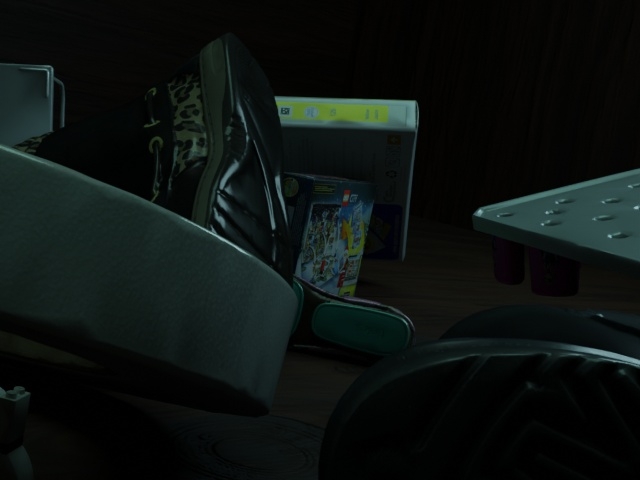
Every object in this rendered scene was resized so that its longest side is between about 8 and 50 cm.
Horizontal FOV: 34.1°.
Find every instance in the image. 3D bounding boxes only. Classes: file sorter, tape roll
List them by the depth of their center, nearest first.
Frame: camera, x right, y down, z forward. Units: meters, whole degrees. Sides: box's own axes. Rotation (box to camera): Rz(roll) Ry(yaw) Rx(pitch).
[{"bbox_3d":[-0.203,0.018,0.584,0.392,0.072,0.392,13,-14,3],"label":"tape roll"},{"bbox_3d":[-0.522,-0.154,1.521,0.277,0.193,0.173,2,2,-6],"label":"file sorter"}]

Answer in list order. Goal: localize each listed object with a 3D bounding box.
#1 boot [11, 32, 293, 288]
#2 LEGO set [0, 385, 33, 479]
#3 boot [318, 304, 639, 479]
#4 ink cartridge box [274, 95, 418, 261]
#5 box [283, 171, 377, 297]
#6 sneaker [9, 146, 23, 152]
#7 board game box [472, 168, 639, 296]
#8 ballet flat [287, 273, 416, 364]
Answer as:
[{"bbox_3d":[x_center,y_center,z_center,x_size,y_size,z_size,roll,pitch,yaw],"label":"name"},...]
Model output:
[{"bbox_3d":[-0.179,-0.010,0.967,0.284,0.377,0.138,-19,-41,19],"label":"boot"},{"bbox_3d":[-0.257,0.066,0.512,0.227,0.093,0.087,12,6,7],"label":"LEGO set"},{"bbox_3d":[0.150,0.103,0.626,0.367,0.146,0.445,18,8,-10],"label":"boot"},{"bbox_3d":[-0.025,-0.082,1.462,0.307,0.072,0.304,5,-33,4],"label":"ink cartridge box"},{"bbox_3d":[0.000,0.000,1.287,0.044,0.159,0.233,13,6,20],"label":"box"},{"bbox_3d":[-0.304,-0.040,0.793,0.276,0.098,0.135,11,3,-45],"label":"sneaker"},{"bbox_3d":[0.345,-0.004,0.554,0.390,0.050,0.390,-13,16,-21],"label":"board game box"},{"bbox_3d":[-0.016,0.076,1.028,0.221,0.077,0.079,15,-13,-1],"label":"ballet flat"}]
